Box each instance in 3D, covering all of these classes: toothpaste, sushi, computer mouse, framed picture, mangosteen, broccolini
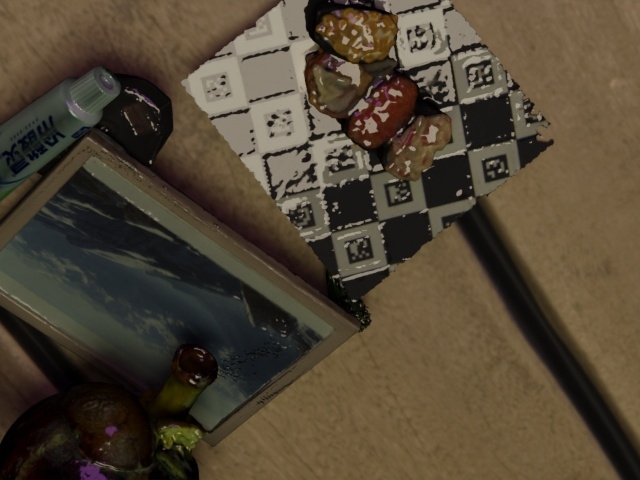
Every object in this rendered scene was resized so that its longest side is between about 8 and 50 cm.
[{"bbox_3d":[-0.294,-0.077,1.313,0.297,0.048,0.075,-31,110,33],"label":"toothpaste"},{"bbox_3d":[0.054,-0.110,1.322,0.264,0.050,0.290,-38,112,6],"label":"sushi"},{"bbox_3d":[-0.213,-0.111,1.330,0.172,0.057,0.099,-17,119,20],"label":"computer mouse"},{"bbox_3d":[-0.163,0.058,1.400,0.335,0.022,0.247,37,125,-19],"label":"framed picture"},{"bbox_3d":[-0.192,0.231,1.408,0.289,0.231,0.231,-42,111,12],"label":"mangosteen"},{"bbox_3d":[0.000,0.000,1.401,0.044,0.042,0.218,-19,114,6],"label":"broccolini"}]
